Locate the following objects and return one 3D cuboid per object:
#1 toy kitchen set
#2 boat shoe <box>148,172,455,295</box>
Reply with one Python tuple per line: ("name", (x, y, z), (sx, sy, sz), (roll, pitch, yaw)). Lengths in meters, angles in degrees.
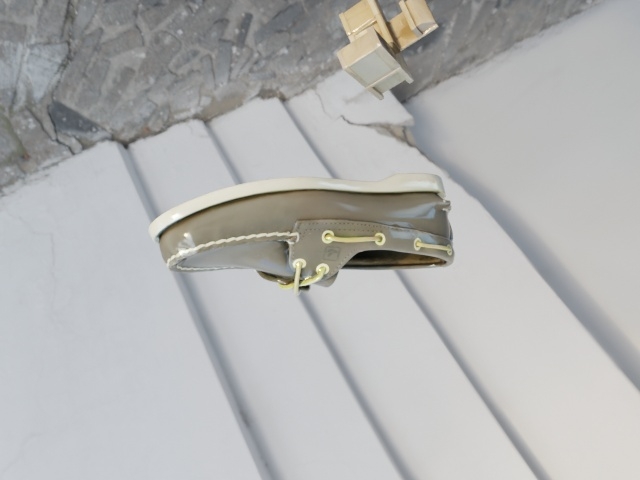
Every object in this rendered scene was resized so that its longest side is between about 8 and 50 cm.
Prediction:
("toy kitchen set", (0.048, -0.172, 0.454), (0.068, 0.083, 0.075), (-27, 162, 23))
("boat shoe", (0.002, -0.001, 0.531), (0.305, 0.091, 0.109), (-7, 166, -30))
